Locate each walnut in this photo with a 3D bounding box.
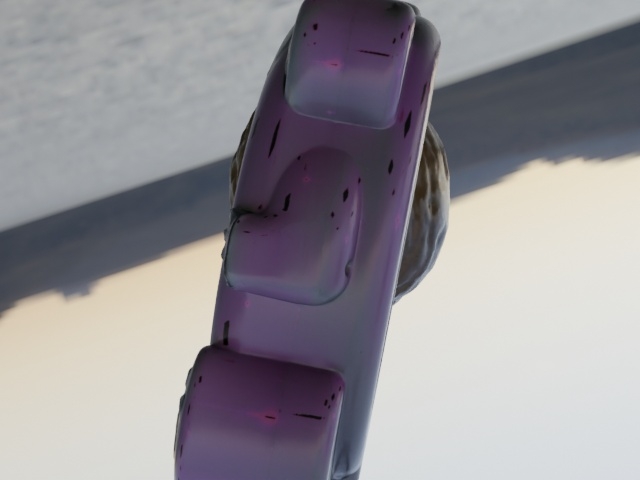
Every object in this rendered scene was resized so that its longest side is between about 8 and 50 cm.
[{"bbox_3d":[0.014,-0.029,1.539,0.213,0.213,0.213,-18,-177,1],"label":"walnut"}]

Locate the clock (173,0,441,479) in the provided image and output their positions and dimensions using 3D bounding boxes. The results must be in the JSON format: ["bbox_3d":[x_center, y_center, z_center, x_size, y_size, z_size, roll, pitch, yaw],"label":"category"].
[{"bbox_3d":[0.000,0.000,0.908,0.090,0.248,0.227,12,-172,2],"label":"clock"}]
